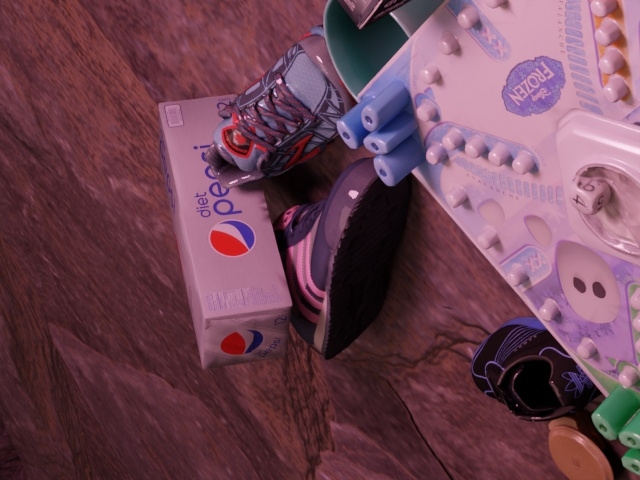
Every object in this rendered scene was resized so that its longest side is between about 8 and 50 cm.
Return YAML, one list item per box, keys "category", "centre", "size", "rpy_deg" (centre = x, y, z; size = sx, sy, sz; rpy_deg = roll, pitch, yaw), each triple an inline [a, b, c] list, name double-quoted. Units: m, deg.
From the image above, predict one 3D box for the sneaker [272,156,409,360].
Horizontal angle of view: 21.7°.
- category: "sneaker"
  centre: [0.000, 0.000, 1.678]
  size: [0.131, 0.112, 0.319]
  rpy_deg: [44, 150, 19]

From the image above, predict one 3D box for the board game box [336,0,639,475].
- category: "board game box"
  centre: [0.212, -0.022, 1.183]
  size: [0.390, 0.050, 0.390]
  rpy_deg: [49, 151, 1]

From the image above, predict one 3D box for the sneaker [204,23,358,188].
- category: "sneaker"
  centre: [-0.037, -0.110, 1.600]
  size: [0.104, 0.125, 0.262]
  rpy_deg: [54, 154, 5]

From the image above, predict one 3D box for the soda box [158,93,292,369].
- category: "soda box"
  centre: [-0.103, -0.013, 1.729]
  size: [0.098, 0.091, 0.286]
  rpy_deg: [97, 162, -53]

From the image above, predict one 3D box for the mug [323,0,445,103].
- category: "mug"
  centre: [0.089, -0.159, 1.358]
  size: [0.158, 0.097, 0.129]
  rpy_deg: [45, 151, 22]

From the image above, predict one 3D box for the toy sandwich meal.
- category: "toy sandwich meal"
  centre: [0.248, 0.198, 1.570]
  size: [0.085, 0.029, 0.085]
  rpy_deg: [37, 150, 26]

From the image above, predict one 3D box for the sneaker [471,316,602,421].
- category: "sneaker"
  centre: [0.186, 0.121, 1.514]
  size: [0.081, 0.090, 0.232]
  rpy_deg: [58, 154, -3]

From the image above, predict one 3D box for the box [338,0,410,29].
- category: "box"
  centre: [0.037, -0.285, 1.217]
  size: [0.220, 0.175, 0.051]
  rpy_deg: [54, 154, 7]
